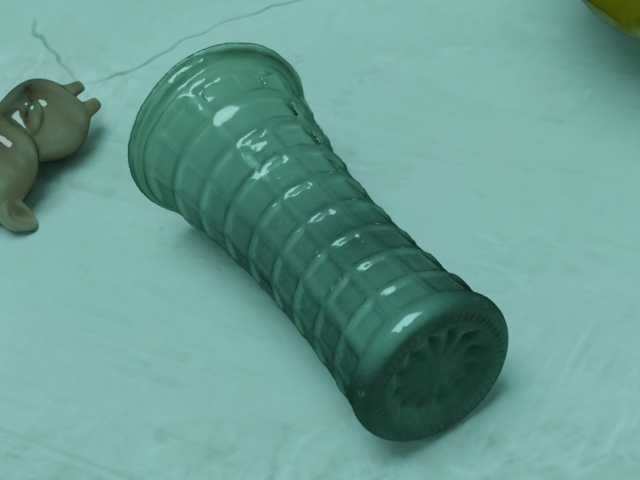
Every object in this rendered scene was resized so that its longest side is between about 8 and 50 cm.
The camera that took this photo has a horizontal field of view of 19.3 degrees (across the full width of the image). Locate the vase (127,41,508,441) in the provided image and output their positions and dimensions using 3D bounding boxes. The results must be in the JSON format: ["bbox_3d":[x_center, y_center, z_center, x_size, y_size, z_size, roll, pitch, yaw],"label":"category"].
[{"bbox_3d":[0.000,0.000,1.250,0.143,0.143,0.299,-32,48,-12],"label":"vase"}]

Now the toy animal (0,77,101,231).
[{"bbox_3d":[-0.232,-0.071,1.452,0.150,0.089,0.083,-45,28,-20],"label":"toy animal"}]

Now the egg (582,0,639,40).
[{"bbox_3d":[0.285,-0.253,1.346,0.337,0.201,0.337,2,64,-4],"label":"egg"}]
